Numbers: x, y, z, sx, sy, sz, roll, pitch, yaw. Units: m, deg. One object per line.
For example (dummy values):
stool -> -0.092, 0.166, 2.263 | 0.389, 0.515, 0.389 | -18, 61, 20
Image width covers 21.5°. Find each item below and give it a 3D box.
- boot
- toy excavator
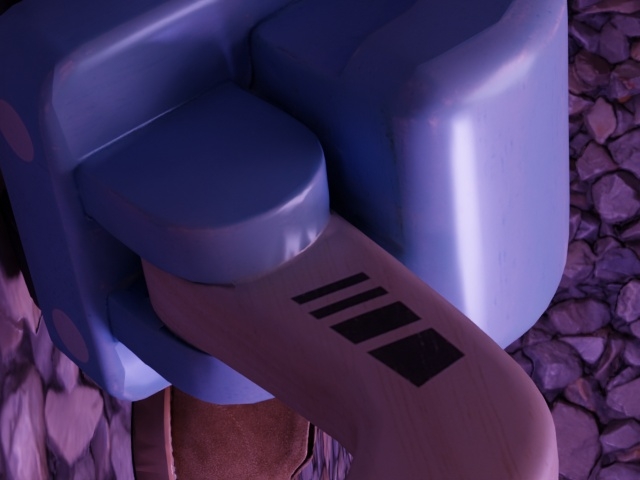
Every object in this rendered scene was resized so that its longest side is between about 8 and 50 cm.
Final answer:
boot -> -0.056, 0.014, 1.090 | 0.112, 0.115, 0.305 | 45, 42, -76
toy excavator -> 0.000, 0.000, 0.651 | 0.433, 0.445, 0.222 | -32, 134, -28
